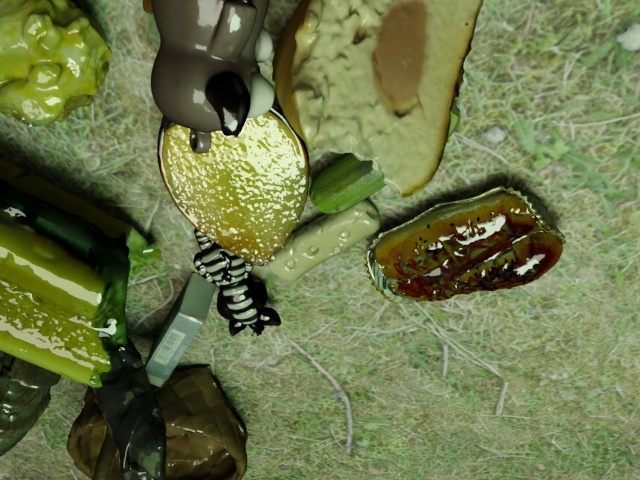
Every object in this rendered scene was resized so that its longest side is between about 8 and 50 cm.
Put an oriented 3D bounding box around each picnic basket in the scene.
[{"bbox_3d":[-0.310,0.426,1.145,0.337,0.337,0.293,-9,128,15],"label":"picnic basket"}]

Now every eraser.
[{"bbox_3d":[-0.239,0.153,1.046,0.046,0.092,0.212,26,129,-14],"label":"eraser"}]

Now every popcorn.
[{"bbox_3d":[-0.323,-0.214,0.715,0.174,0.142,0.173,18,139,16],"label":"popcorn"}]

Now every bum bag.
[{"bbox_3d":[-0.321,0.240,1.020,0.095,0.340,0.144,-7,142,-39],"label":"bum bag"}]

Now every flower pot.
[{"bbox_3d":[-0.574,0.210,1.011,0.302,0.301,0.213,-22,151,24],"label":"flower pot"}]

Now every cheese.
[{"bbox_3d":[0.000,0.000,0.916,0.194,0.043,0.065,-31,115,32],"label":"cheese"}]

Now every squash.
[{"bbox_3d":[0.075,-0.103,0.801,0.229,0.066,0.066,-35,118,30],"label":"squash"}]

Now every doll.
[{"bbox_3d":[-0.132,0.061,0.969,0.091,0.067,0.219,-17,121,2],"label":"doll"},{"bbox_3d":[-0.115,-0.219,0.648,0.117,0.182,0.257,-10,110,-29],"label":"doll"}]

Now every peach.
[{"bbox_3d":[-0.106,-0.090,0.836,0.189,0.068,0.279,-6,126,3],"label":"peach"}]

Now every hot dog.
[{"bbox_3d":[0.195,0.017,0.877,0.270,0.081,0.162,-20,123,24],"label":"hot dog"}]

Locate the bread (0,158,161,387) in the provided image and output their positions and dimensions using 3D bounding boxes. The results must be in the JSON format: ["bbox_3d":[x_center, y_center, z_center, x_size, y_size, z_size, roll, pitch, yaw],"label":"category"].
[{"bbox_3d":[-0.429,0.022,0.881,0.377,0.208,0.251,27,116,-16],"label":"bread"}]

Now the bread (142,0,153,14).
[{"bbox_3d":[-0.176,-0.292,0.693,0.047,0.036,0.083,11,129,4],"label":"bread"}]

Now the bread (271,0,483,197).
[{"bbox_3d":[0.066,-0.199,0.630,0.184,0.224,0.211,19,123,-16],"label":"bread"}]
